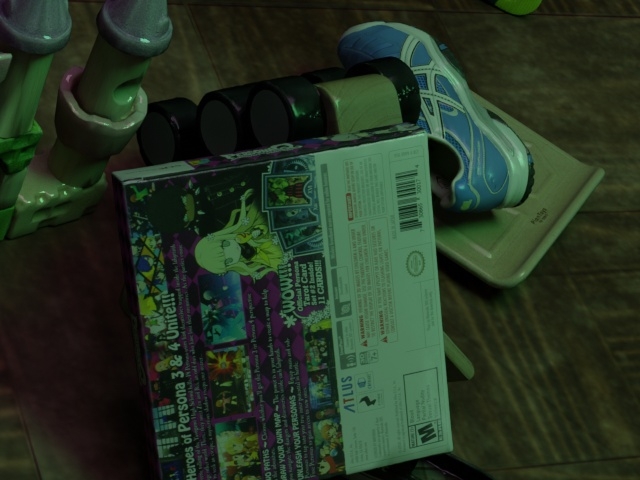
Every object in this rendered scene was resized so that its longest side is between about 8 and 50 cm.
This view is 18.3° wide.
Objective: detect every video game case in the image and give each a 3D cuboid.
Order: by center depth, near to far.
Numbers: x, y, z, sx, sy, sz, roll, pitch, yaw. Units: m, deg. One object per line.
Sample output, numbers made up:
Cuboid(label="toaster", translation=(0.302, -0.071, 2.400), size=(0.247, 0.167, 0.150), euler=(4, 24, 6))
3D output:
Cuboid(label="video game case", translation=(-0.021, 0.051, 1.324), size=(0.210, 0.232, 0.042), euler=(-11, 17, -16))

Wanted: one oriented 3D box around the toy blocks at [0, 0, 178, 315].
Cuboid(label="toy blocks", translation=(-0.240, -0.097, 1.356), size=(0.288, 0.260, 0.309), euler=(-18, 58, -37))

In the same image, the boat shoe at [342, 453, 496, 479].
Cuboid(label="boat shoe", translation=(0.062, 0.157, 1.412), size=(0.142, 0.040, 0.049), euler=(26, 43, 0))

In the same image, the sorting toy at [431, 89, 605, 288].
Cuboid(label="sorting toy", translation=(0.110, -0.055, 1.652), size=(0.208, 0.038, 0.193), euler=(31, 43, 12))

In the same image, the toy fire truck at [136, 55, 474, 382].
Cuboid(label="toy fire truck", translation=(0.000, 0.000, 1.458), size=(0.158, 0.217, 0.246), euler=(-14, 96, -38))

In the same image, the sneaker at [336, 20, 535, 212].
Cuboid(label="sneaker", translation=(0.080, -0.102, 1.599), size=(0.081, 0.080, 0.211), euler=(-19, 54, -39))

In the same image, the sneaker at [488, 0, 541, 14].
Cuboid(label="sneaker", translation=(0.146, -0.267, 1.861), size=(0.144, 0.053, 0.059), euler=(33, 43, -5))
